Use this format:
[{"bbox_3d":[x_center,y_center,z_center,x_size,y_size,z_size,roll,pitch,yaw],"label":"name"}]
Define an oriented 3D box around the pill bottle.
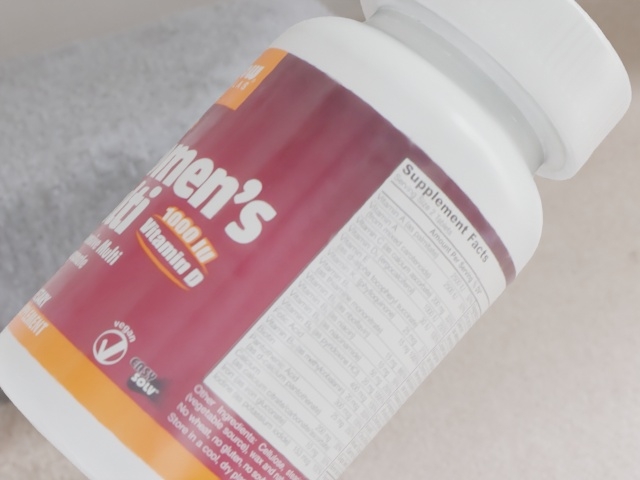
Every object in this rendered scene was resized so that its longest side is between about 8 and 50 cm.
[{"bbox_3d":[0.000,0.000,0.519,0.221,0.121,0.121,-48,28,-7],"label":"pill bottle"}]
